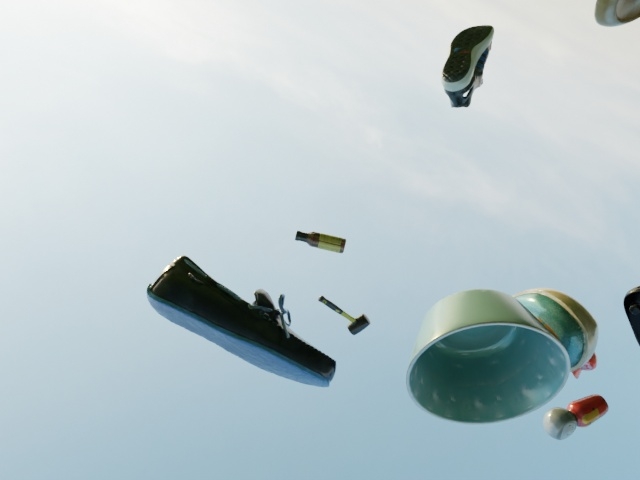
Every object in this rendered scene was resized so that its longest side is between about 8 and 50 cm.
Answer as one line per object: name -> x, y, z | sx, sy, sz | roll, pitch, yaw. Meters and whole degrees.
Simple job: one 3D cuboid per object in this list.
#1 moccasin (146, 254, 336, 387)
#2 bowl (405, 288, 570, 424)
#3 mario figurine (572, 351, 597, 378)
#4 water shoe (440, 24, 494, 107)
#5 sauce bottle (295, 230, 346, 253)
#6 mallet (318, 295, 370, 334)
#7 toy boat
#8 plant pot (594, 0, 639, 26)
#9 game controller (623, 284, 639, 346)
moccasin -> -0.117, 0.125, 0.885 | 0.341, 0.138, 0.117 | 30, -119, -3
bowl -> 0.322, 0.217, 1.085 | 0.311, 0.312, 0.163 | 13, -142, -8
mario figurine -> 0.608, 0.330, 1.503 | 0.198, 0.320, 0.170 | -7, -88, -41
water shoe -> 0.276, -0.329, 1.005 | 0.072, 0.080, 0.203 | 11, -127, 33
sauce bottle -> 0.000, 0.000, 1.345 | 0.128, 0.042, 0.042 | 15, -139, 1
mallet -> 0.053, 0.202, 1.435 | 0.189, 0.062, 0.039 | 30, -155, -34
toy boat -> 0.507, 0.262, 1.165 | 0.148, 0.267, 0.319 | -18, -99, -15
plant pot -> 0.667, -0.533, 1.077 | 0.236, 0.236, 0.032 | -12, -124, -32
game controller -> 0.720, 0.147, 0.945 | 0.067, 0.319, 0.167 | -21, -86, -35
